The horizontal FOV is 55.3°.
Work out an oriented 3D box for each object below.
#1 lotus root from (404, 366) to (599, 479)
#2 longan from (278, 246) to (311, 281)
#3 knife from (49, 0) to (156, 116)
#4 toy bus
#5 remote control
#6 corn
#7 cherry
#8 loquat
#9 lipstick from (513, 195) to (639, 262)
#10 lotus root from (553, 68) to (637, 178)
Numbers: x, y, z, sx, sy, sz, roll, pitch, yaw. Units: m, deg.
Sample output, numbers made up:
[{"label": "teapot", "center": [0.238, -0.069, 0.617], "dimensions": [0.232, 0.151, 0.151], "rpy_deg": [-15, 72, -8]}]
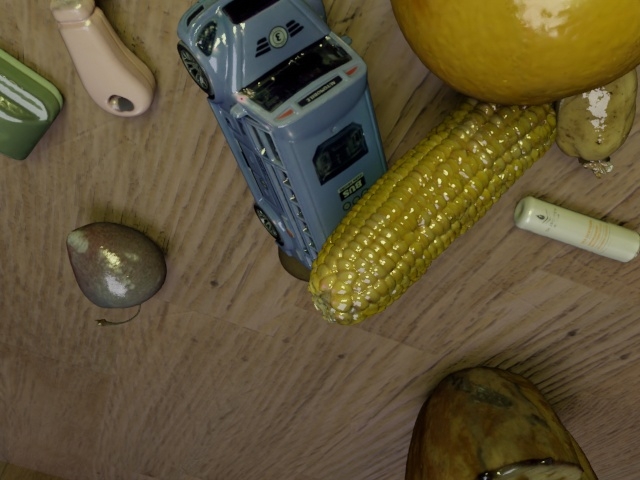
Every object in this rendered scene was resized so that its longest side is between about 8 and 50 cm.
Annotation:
[{"label": "lotus root", "center": [0.292, 0.337, 0.983], "dimensions": [0.316, 0.250, 0.316], "rpy_deg": [0, 135, 0]}, {"label": "longan", "center": [0.000, 0.000, 0.754], "dimensions": [0.092, 0.113, 0.113], "rpy_deg": [42, 158, 37]}, {"label": "knife", "center": [-0.220, -0.229, 0.525], "dimensions": [0.081, 0.043, 0.336], "rpy_deg": [1, 150, 9]}, {"label": "toy bus", "center": [-0.013, -0.095, 0.572], "dimensions": [0.133, 0.125, 0.292], "rpy_deg": [39, 160, 40]}, {"label": "remote control", "center": [-0.446, -0.207, 0.636], "dimensions": [0.335, 0.065, 0.128], "rpy_deg": [35, 133, -26]}, {"label": "corn", "center": [0.101, -0.037, 0.551], "dimensions": [0.101, 0.292, 0.101], "rpy_deg": [40, 165, 13]}, {"label": "cherry", "center": [-0.311, 0.043, 0.869], "dimensions": [0.188, 0.115, 0.148], "rpy_deg": [-13, 154, 35]}, {"label": "loquat", "center": [0.144, -0.185, 0.397], "dimensions": [0.208, 0.208, 0.208], "rpy_deg": [7, 141, 6]}, {"label": "lipstick", "center": [0.291, -0.013, 0.699], "dimensions": [0.141, 0.040, 0.040], "rpy_deg": [17, 141, -6]}, {"label": "lotus root", "center": [0.253, -0.116, 0.564], "dimensions": [0.072, 0.063, 0.152], "rpy_deg": [-18, 131, 6]}]
